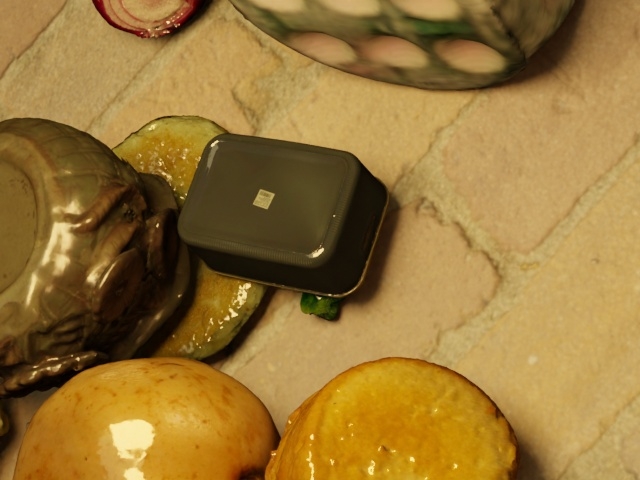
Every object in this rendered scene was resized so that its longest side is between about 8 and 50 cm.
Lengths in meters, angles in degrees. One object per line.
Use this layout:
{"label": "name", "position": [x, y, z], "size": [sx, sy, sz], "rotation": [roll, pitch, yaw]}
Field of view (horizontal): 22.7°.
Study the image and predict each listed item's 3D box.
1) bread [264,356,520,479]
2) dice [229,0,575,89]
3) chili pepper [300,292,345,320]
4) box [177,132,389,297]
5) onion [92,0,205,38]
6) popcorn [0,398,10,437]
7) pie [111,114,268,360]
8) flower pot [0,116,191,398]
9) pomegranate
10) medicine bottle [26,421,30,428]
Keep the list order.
{"label": "bread", "position": [0.069, 0.232, 1.523], "size": [0.268, 0.145, 0.268], "rotation": [7, 58, -12]}
{"label": "dice", "position": [0.088, -0.369, 1.662], "size": [0.328, 0.330, 0.348], "rotation": [9, 79, 30]}
{"label": "chili pepper", "position": [0.005, -0.004, 1.743], "size": [0.073, 0.050, 0.182], "rotation": [-17, 65, 24]}
{"label": "box", "position": [-0.043, -0.032, 1.696], "size": [0.201, 0.090, 0.144], "rotation": [12, 73, 27]}
{"label": "onion", "position": [-0.217, -0.353, 1.909], "size": [0.173, 0.198, 0.135], "rotation": [-34, 30, 18]}
{"label": "popcorn", "position": [-0.484, 0.231, 1.820], "size": [0.206, 0.237, 0.251], "rotation": [20, 43, 21]}
{"label": "pie", "position": [-0.182, 0.016, 1.829], "size": [0.323, 0.070, 0.323], "rotation": [-8, 69, 23]}
{"label": "flower pot", "position": [-0.286, 0.025, 1.708], "size": [0.302, 0.213, 0.301], "rotation": [-9, 71, 29]}
{"label": "pomegranate", "position": [-0.162, 0.260, 1.607], "size": [0.307, 0.307, 0.307], "rotation": [-9, 69, 25]}
{"label": "medicine bottle", "position": [-0.250, 0.204, 1.804], "size": [0.199, 0.057, 0.057], "rotation": [-8, 69, 26]}
